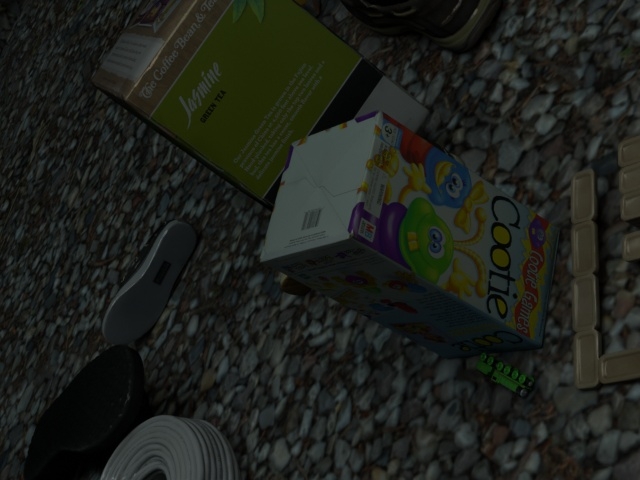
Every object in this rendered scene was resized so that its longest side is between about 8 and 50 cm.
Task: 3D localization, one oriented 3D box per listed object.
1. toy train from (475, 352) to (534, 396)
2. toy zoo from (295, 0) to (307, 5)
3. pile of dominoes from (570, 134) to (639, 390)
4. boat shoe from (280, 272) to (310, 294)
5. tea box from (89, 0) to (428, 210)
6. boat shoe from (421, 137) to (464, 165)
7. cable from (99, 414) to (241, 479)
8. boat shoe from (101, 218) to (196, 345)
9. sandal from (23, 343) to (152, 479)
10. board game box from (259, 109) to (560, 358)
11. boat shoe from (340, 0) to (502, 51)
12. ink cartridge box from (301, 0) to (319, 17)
[{"bbox_3d":[0.192,0.140,1.189,0.083,0.017,0.024,29,100,57],"label":"toy train"},{"bbox_3d":[0.006,-0.469,1.815,0.293,0.030,0.192,-30,40,13],"label":"toy zoo"},{"bbox_3d":[0.333,0.013,1.098,0.196,0.040,0.251,-19,59,45],"label":"pile of dominoes"},{"bbox_3d":[0.000,0.000,1.513,0.170,0.063,0.059,-44,42,26],"label":"boat shoe"},{"bbox_3d":[-0.093,-0.189,1.481,0.220,0.323,0.329,-54,21,-2],"label":"tea box"},{"bbox_3d":[0.100,-0.014,1.382,0.081,0.068,0.228,5,70,55],"label":"boat shoe"},{"bbox_3d":[-0.206,0.355,1.497,0.257,0.089,0.257,-15,54,48],"label":"cable"},{"bbox_3d":[-0.284,0.062,1.841,0.228,0.080,0.076,-61,27,-3],"label":"boat shoe"},{"bbox_3d":[-0.337,0.278,1.743,0.446,0.107,0.167,-36,38,53],"label":"sandal"},{"bbox_3d":[0.099,0.004,1.179,0.144,0.275,0.142,-14,54,49],"label":"board game box"},{"bbox_3d":[0.109,-0.363,1.579,0.132,0.130,0.355,-60,33,0],"label":"boat shoe"},{"bbox_3d":[-0.061,-0.398,1.933,0.145,0.045,0.179,-38,29,31],"label":"ink cartridge box"}]
